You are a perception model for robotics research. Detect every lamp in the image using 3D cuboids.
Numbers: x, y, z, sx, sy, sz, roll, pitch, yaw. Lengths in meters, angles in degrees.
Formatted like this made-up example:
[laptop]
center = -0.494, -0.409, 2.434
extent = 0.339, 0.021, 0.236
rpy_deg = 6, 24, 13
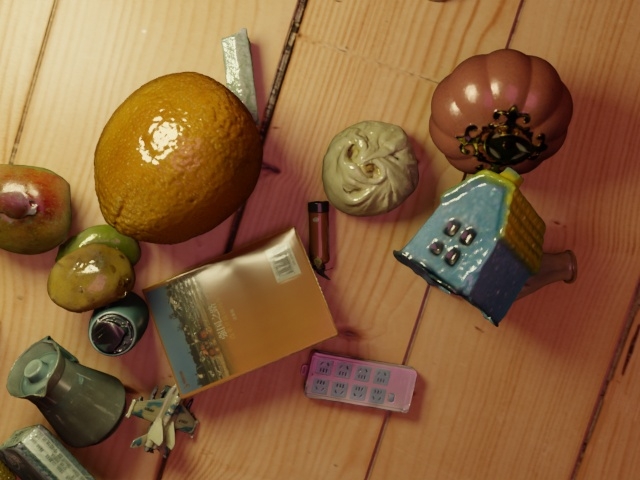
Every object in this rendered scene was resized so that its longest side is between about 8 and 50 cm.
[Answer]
[lamp]
center = 0.386, -0.282, 1.669
extent = 0.305, 0.239, 0.305
rpy_deg = 4, 140, 3

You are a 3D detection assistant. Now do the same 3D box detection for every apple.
[apple]
center = -0.615, -0.063, 1.585
extent = 0.188, 0.174, 0.207
rpy_deg = 5, 141, -27

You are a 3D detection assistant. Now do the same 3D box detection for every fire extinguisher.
[fire extinguisher]
center = 0.000, 0.000, 1.742
extent = 0.062, 0.050, 0.177
rpy_deg = 3, 99, 34

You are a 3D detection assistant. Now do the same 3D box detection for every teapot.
[teapot]
center = -0.534, 0.309, 1.624
extent = 0.171, 0.203, 0.225
rpy_deg = -31, 132, 4

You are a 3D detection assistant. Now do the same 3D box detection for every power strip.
[power strip]
center = 0.092, 0.330, 1.805
extent = 0.279, 0.037, 0.109
rpy_deg = 11, 95, -9

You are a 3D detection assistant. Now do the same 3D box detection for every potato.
[potato]
center = -0.465, 0.076, 1.567
extent = 0.176, 0.137, 0.137
rpy_deg = -22, 100, -25

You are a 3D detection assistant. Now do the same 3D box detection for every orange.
[orange]
center = -0.289, -0.157, 1.547
extent = 0.357, 0.322, 0.322
rpy_deg = -44, 101, 8

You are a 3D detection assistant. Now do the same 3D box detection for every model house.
[model house]
center = 0.355, 0.001, 1.675
extent = 0.303, 0.215, 0.237
rpy_deg = -51, 140, 3

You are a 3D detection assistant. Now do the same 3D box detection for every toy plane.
[toy plane]
center = -0.330, 0.352, 1.725
extent = 0.192, 0.088, 0.262
rpy_deg = 33, 69, -40

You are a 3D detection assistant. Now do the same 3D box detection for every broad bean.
[broad bean]
center = -0.480, 0.027, 1.662
extent = 0.174, 0.082, 0.124
rpy_deg = -27, 124, -11

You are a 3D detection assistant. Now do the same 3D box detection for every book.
[book]
center = -0.178, 0.157, 1.688
extent = 0.374, 0.028, 0.262
rpy_deg = -22, 81, 3

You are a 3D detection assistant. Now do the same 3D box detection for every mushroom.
[mushroom]
center = 0.483, 0.080, 1.802
extent = 0.247, 0.096, 0.108
rpy_deg = -17, 92, -7

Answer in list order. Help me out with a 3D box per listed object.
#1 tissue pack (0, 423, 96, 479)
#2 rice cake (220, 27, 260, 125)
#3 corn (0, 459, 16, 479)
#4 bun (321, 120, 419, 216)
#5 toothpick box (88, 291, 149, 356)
[tissue pack]
center = -0.568, 0.513, 1.662
extent = 0.257, 0.185, 0.081
rpy_deg = 51, 51, -11
[rice cake]
center = -0.175, -0.348, 1.668
extent = 0.069, 0.063, 0.206
rpy_deg = -8, 97, -1
[corn]
center = -0.794, 0.433, 1.664
extent = 0.097, 0.097, 0.320
rpy_deg = -42, 103, -1
[bun]
center = 0.112, -0.158, 1.701
extent = 0.231, 0.133, 0.231
rpy_deg = -1, 97, -6
[toothpick box]
center = -0.432, 0.178, 1.636
extent = 0.120, 0.184, 0.120
rpy_deg = -1, 97, -7
